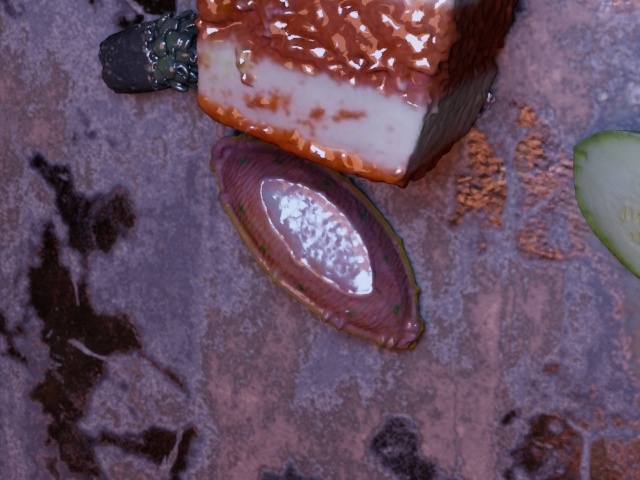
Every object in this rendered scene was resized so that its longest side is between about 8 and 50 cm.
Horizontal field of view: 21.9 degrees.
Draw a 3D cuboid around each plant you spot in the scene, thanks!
[{"bbox_3d":[-0.171,-0.204,1.828,0.143,0.094,0.092,-6,89,34],"label":"plant"}]

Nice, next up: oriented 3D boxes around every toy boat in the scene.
[{"bbox_3d":[-0.001,-0.002,1.820,0.141,0.099,0.318,-44,87,-1],"label":"toy boat"}]

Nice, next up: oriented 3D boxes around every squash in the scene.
[{"bbox_3d":[0.365,-0.010,1.617,0.260,0.189,0.189,4,107,16],"label":"squash"}]

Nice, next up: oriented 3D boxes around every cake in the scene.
[{"bbox_3d":[0.040,-0.244,1.628,0.270,0.269,0.319,17,110,16],"label":"cake"}]
